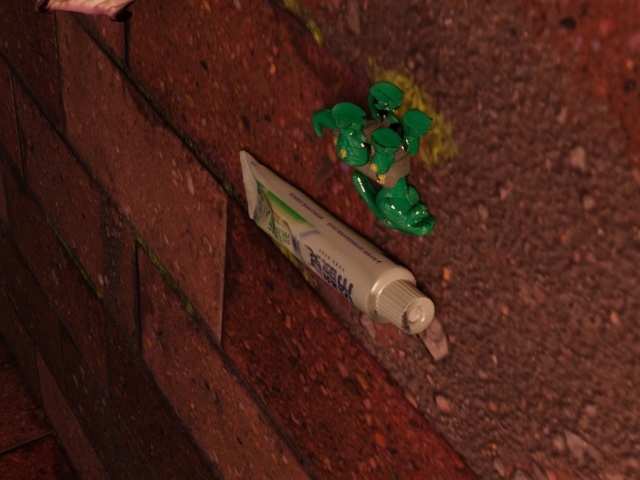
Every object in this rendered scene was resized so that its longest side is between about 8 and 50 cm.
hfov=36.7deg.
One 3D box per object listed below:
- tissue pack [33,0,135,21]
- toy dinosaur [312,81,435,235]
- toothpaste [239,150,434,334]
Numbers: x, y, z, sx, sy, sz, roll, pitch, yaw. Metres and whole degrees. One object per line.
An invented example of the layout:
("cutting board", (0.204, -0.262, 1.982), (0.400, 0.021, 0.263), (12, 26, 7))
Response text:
("tissue pack", (-0.153, -0.377, 0.700), (0.259, 0.122, 0.361), (-26, 81, 29))
("toy dinosaur", (0.038, -0.062, 0.723), (0.132, 0.059, 0.096), (41, 146, 31))
("toothpaste", (0.000, 0.000, 0.841), (0.297, 0.048, 0.074), (38, 141, 51))
